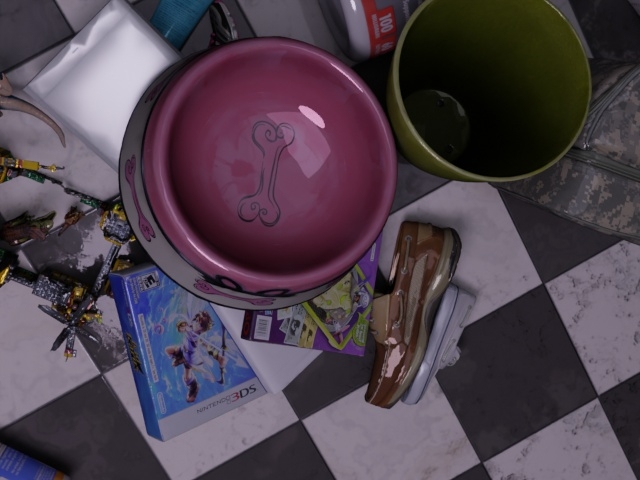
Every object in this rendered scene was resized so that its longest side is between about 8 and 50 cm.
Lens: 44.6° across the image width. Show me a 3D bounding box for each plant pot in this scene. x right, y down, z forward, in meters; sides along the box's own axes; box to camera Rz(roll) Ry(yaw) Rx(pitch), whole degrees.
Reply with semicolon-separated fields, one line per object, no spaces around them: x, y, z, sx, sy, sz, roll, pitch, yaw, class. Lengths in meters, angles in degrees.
0.205;-0.202;1.169;0.275;0.293;0.274;1;85;-10;plant pot

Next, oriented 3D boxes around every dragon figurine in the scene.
-0.528;-0.224;1.182;0.289;0.144;0.085;14;96;-29;dragon figurine

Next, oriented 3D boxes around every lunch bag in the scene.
0.424;-0.159;1.220;0.213;0.305;0.255;18;100;-14;lunch bag

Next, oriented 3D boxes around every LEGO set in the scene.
-0.435;0.005;1.180;0.331;0.192;0.254;32;94;-12;LEGO set

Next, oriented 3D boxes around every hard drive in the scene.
-0.265;-0.195;1.204;0.203;0.040;0.307;-41;113;11;hard drive
-0.084;0.056;1.253;0.210;0.040;0.318;-40;112;-29;hard drive

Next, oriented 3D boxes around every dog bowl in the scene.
-0.073;-0.102;1.107;0.408;0.150;0.407;1;87;-17;dog bowl

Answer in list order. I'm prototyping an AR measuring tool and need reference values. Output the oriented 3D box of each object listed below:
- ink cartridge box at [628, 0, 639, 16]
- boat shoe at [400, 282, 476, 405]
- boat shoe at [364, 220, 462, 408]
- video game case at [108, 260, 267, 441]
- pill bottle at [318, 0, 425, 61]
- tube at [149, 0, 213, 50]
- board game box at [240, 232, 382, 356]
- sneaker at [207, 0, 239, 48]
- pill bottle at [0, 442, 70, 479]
0.619;-0.434;1.333;0.181;0.056;0.224;-34;121;-1;ink cartridge box
0.209;0.187;1.356;0.076;0.083;0.226;20;96;-10;boat shoe
0.130;0.118;1.325;0.120;0.122;0.323;20;88;-5;boat shoe
-0.186;0.146;1.248;0.244;0.061;0.269;-20;104;-37;video game case
0.179;-0.428;1.180;0.363;0.210;0.210;-22;102;-3;pill bottle
-0.236;-0.335;1.225;0.080;0.052;0.207;31;91;-17;tube
0.000;0.000;1.244;0.208;0.056;0.346;12;83;-23;board game box
-0.166;-0.289;1.232;0.075;0.063;0.170;-10;106;-12;sneaker
-0.559;0.393;1.252;0.272;0.152;0.152;30;95;-12;pill bottle
